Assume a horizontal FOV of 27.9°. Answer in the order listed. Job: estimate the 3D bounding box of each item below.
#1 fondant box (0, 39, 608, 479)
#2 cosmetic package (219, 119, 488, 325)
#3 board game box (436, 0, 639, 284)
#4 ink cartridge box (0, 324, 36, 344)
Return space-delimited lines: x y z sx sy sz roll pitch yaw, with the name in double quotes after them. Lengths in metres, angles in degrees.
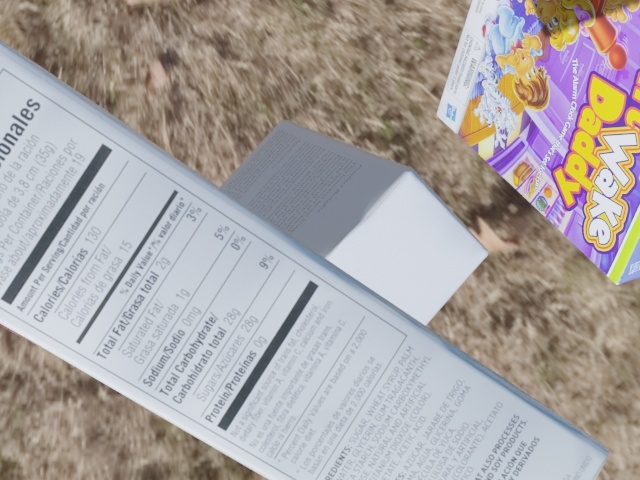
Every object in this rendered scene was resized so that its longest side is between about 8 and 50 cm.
-0.055 0.029 0.628 0.330 0.238 0.096 35 86 -21 "fondant box"
0.000 0.000 1.679 0.230 0.453 0.161 -48 113 -4 "cosmetic package"
0.227 -0.175 0.950 0.078 0.233 0.347 -15 137 -33 "board game box"
-0.199 0.039 1.300 0.232 0.189 0.066 -11 99 -27 "ink cartridge box"
